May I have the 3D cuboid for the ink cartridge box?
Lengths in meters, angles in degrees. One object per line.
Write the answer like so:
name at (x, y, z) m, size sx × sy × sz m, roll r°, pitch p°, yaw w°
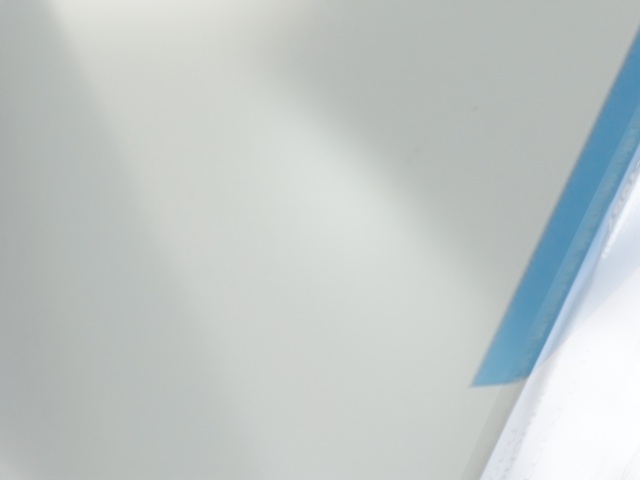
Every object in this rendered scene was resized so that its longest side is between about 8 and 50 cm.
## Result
ink cartridge box at (0.000, 0.000, 0.486) m, size 0.198 × 0.197 × 0.270 m, roll -65°, pitch -19°, yaw 2°
